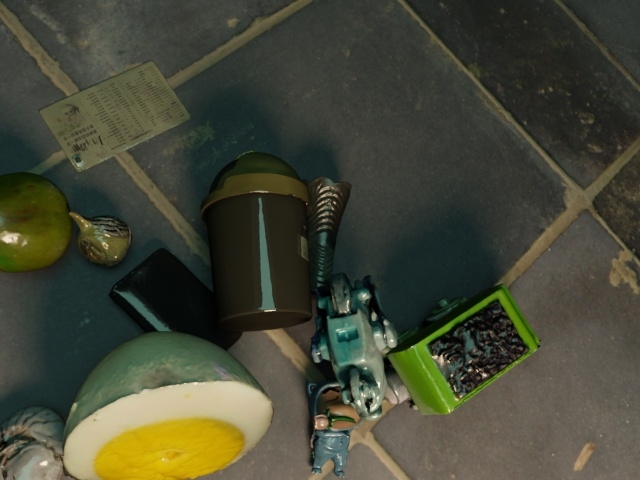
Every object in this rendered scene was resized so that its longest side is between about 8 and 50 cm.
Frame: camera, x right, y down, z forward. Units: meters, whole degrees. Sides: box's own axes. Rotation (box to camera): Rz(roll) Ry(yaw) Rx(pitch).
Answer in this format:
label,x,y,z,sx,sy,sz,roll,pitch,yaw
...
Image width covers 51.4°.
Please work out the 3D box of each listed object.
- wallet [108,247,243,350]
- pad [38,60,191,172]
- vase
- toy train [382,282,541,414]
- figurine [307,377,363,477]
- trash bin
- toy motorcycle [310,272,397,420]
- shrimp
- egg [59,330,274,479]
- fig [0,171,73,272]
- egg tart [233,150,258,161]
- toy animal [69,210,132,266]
label,x,y,z,sx,sy,sz,roll,pitch,yaw
wallet,-0.265,0.139,1.265,0.250,0.044,0.149,43,62,1
pad,-0.419,-0.261,1.371,0.265,0.009,0.159,-32,82,-23
vase,0.000,0.000,1.357,0.116,0.115,0.237,10,74,-12
toy train,0.258,0.207,1.279,0.307,0.249,0.173,-28,84,-22
figurine,0.028,0.345,1.230,0.114,0.144,0.178,6,82,-4
trash bin,-0.118,-0.006,1.260,0.214,0.214,0.333,-1,73,-16
toy motorcycle,0.064,0.192,1.190,0.154,0.206,0.260,-12,67,6
shrimp,-0.516,0.429,1.059,0.145,0.116,0.342,21,61,-8
egg,-0.262,0.256,1.107,0.337,0.337,0.201,-9,48,-18
fig,-0.544,-0.032,1.176,0.181,0.191,0.180,1,94,12
egg tart,-0.140,-0.144,1.395,0.105,0.039,0.105,5,73,-16
toy animal,-0.407,-0.018,1.239,0.098,0.098,0.137,-37,122,-23
